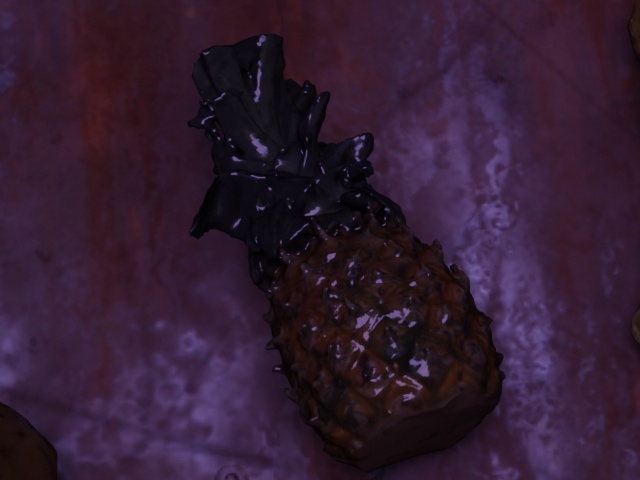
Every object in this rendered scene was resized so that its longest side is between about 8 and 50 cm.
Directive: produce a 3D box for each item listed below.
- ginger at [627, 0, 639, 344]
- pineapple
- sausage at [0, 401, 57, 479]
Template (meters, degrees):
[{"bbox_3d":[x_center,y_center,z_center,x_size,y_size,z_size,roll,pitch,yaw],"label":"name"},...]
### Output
[{"bbox_3d":[0.259,-0.050,1.333,0.118,0.065,0.299,11,71,-5],"label":"ginger"},{"bbox_3d":[0.000,0.000,1.289,0.170,0.141,0.310,-7,60,-38],"label":"pineapple"},{"bbox_3d":[-0.420,0.132,1.284,0.500,0.123,0.136,5,99,6],"label":"sausage"}]
